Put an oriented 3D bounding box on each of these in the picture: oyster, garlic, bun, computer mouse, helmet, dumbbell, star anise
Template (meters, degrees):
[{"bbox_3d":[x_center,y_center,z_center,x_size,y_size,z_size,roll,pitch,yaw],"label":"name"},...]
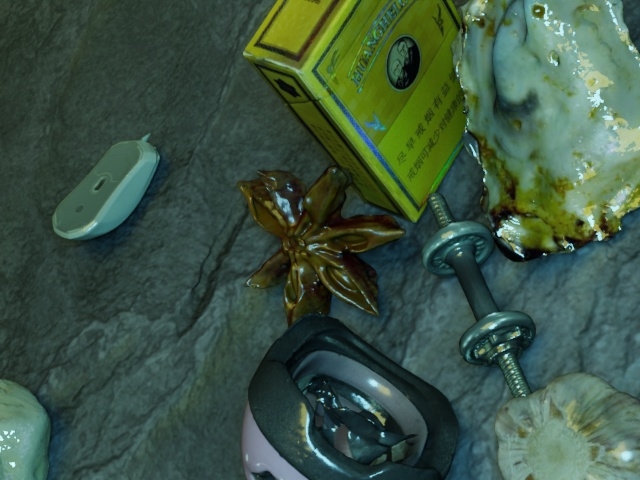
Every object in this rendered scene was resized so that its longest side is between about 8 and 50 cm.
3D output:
[{"bbox_3d":[0.208,-0.162,1.086,0.221,0.096,0.361,-22,87,-18],"label":"oyster"},{"bbox_3d":[0.232,0.191,0.945,0.159,0.102,0.147,-2,77,43],"label":"garlic"},{"bbox_3d":[-0.432,0.256,1.283,0.231,0.133,0.231,-16,56,25],"label":"bun"},{"bbox_3d":[-0.272,-0.065,1.416,0.089,0.056,0.181,23,69,36],"label":"computer mouse"},{"bbox_3d":[0.015,0.185,0.996,0.198,0.253,0.154,34,97,1],"label":"helmet"},{"bbox_3d":[0.157,0.053,1.079,0.081,0.081,0.254,-29,54,14],"label":"dumbbell"},{"bbox_3d":[0.000,-0.002,1.179,0.196,0.111,0.212,-40,66,47],"label":"star anise"}]

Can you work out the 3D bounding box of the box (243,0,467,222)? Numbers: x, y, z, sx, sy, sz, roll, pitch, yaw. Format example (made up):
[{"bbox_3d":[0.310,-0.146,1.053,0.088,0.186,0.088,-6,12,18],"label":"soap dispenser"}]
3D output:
[{"bbox_3d":[0.065,-0.175,1.117,0.084,0.301,0.193,23,76,35],"label":"box"}]
